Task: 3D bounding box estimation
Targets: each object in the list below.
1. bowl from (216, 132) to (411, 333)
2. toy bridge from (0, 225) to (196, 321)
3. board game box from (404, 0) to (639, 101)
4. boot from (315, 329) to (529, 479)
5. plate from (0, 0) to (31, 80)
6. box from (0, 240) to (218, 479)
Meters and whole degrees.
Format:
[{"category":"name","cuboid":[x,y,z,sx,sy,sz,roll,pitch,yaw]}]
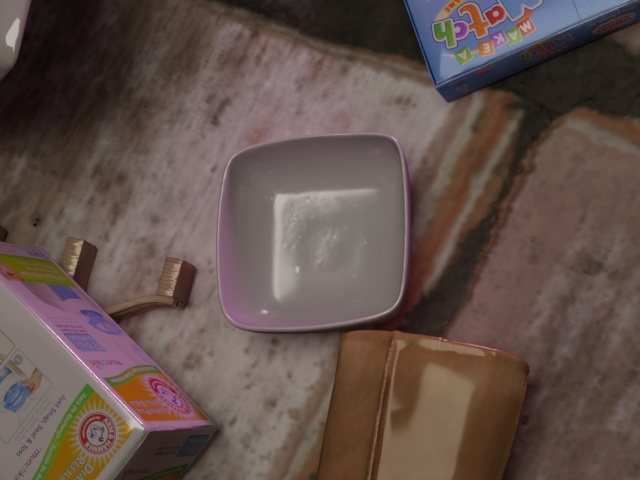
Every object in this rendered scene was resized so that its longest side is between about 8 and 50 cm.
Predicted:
[{"category":"bowl","cuboid":[0.000,0.000,1.239,0.142,0.053,0.142,-5,72,17]},{"category":"toy bridge","cuboid":[-0.187,0.030,1.311,0.188,0.026,0.063,10,79,22]},{"category":"board game box","cuboid":[0.127,-0.226,1.271,0.160,0.039,0.212,-22,67,12]},{"category":"boot","cuboid":[0.001,0.192,1.167,0.236,0.089,0.270,9,76,14]},{"category":"plate","cuboid":[-0.250,-0.231,1.304,0.045,0.278,0.277,15,76,-22]},{"category":"box","cuboid":[-0.189,0.102,1.226,0.203,0.114,0.103,43,101,21]}]
